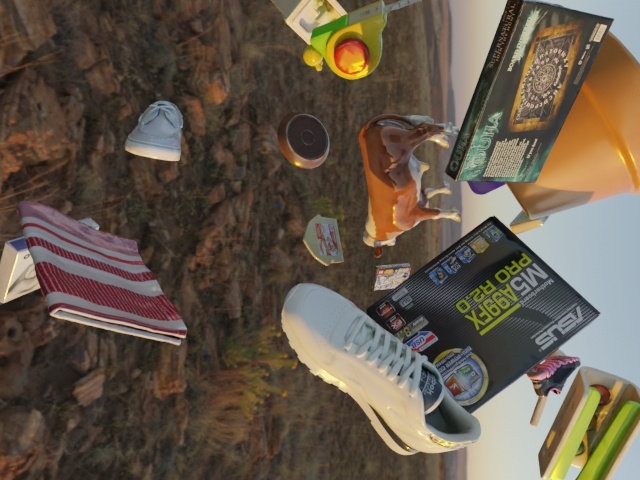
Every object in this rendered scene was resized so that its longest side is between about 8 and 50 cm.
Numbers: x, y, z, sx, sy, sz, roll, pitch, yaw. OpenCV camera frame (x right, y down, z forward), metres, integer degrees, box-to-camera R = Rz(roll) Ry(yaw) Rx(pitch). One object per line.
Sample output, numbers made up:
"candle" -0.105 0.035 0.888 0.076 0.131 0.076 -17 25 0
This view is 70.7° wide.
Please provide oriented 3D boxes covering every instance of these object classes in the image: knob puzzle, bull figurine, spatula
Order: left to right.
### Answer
"knob puzzle" 0.000 0.000 1.655 0.213 0.030 0.213 21 60 -42
"bull figurine" 0.161 -0.098 0.859 0.101 0.188 0.310 -98 175 -48
"spatula" 0.539 -0.221 1.219 0.030 0.296 0.084 27 38 -40

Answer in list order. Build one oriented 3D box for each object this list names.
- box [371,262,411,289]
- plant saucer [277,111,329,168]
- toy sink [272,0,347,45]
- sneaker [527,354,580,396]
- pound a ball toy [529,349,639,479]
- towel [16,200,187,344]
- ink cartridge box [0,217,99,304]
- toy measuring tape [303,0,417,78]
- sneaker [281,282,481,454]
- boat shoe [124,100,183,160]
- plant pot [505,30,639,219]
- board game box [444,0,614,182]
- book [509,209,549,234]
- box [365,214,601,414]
"box" 0.260 0.133 1.660 0.027 0.137 0.094 -122 -145 -53
"plant saucer" -0.040 -0.289 1.279 0.168 0.029 0.168 6 78 -30
"toy sink" -0.030 -0.641 1.258 0.153 0.131 0.234 20 32 -52
"sneaker" 0.416 0.240 0.797 0.047 0.119 0.057 -27 -102 66
"pound a ball toy" 0.582 0.402 1.042 0.136 0.208 0.319 -37 141 -62
"towel" -0.387 0.050 0.795 0.037 0.329 0.237 -54 139 5
"ink cartridge box" -0.664 0.064 1.089 0.224 0.045 0.223 -54 173 27
"toy measuring tape" 0.123 -0.393 0.871 0.121 0.330 0.121 -12 90 -69
"sneaker" 0.061 0.125 0.465 0.235 0.095 0.090 44 56 -8
"boat shoe" -0.204 -0.147 0.579 0.184 0.066 0.063 -112 -145 -67
"plant pot" 0.376 -0.167 0.718 0.291 0.203 0.291 45 24 -27
"board game box" 0.220 -0.151 0.488 0.026 0.126 0.186 -122 -142 -50
"book" 0.615 -0.078 1.281 0.144 0.096 0.035 -40 100 -32
"box" 0.240 0.120 0.705 0.216 0.270 0.060 53 -1 30
